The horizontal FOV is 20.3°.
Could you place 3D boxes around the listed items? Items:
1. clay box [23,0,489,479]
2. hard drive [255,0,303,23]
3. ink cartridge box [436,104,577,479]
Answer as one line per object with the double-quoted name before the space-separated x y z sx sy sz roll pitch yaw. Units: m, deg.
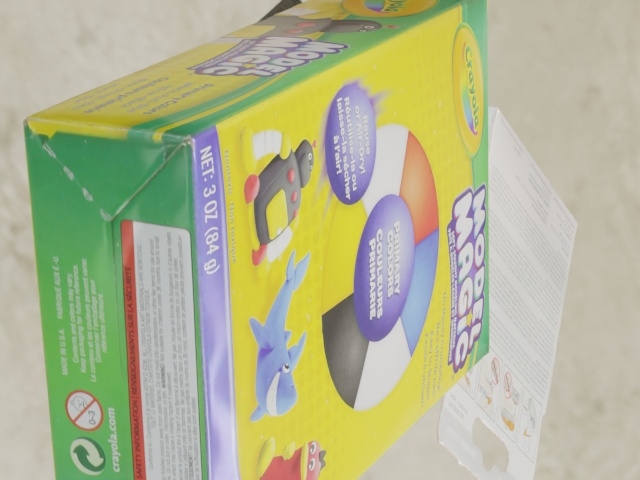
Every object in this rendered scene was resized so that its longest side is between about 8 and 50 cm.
"clay box" 0.000 0.000 0.527 0.222 0.053 0.127 -34 126 -57
"hard drive" -0.060 -0.044 0.786 0.022 0.094 0.135 43 119 -4
"ink cartridge box" 0.104 0.049 1.160 0.181 0.056 0.225 46 52 -55
